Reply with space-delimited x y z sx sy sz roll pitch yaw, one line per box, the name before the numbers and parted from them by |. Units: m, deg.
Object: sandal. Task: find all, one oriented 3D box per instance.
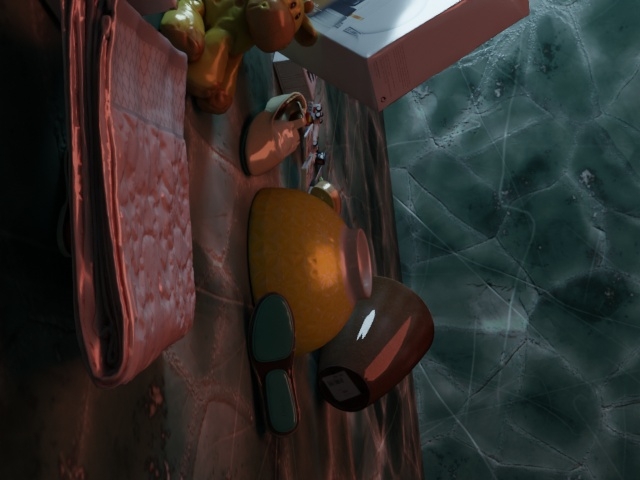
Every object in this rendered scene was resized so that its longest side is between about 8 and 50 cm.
sandal | -0.005 -0.003 1.664 0.079 0.088 0.240 -43 146 -32

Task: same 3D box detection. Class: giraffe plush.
giraffe plush | -0.096 -0.288 1.146 0.181 0.171 0.210 54 32 -65

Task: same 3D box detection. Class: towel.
towel | -0.163 -0.047 0.807 0.332 0.053 0.316 -48 136 -88

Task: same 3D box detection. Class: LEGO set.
LEGO set | -0.027 -0.166 1.738 0.244 0.060 0.182 -69 162 -62

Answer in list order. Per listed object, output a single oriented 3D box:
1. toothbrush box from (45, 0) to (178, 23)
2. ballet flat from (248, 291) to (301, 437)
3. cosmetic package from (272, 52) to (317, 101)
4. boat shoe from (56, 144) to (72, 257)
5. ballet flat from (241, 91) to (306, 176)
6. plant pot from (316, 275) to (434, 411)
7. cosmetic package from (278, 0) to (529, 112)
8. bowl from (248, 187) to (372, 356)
toothbrush box | -0.209 -0.372 0.806 0.206 0.122 0.283 65 20 -53
ballet flat | -0.072 0.183 1.286 0.068 0.072 0.213 163 -79 -75
cosmetic package | -0.039 -0.373 1.709 0.239 0.060 0.099 -83 162 -48
boat shoe | -0.211 -0.048 0.802 0.049 0.043 0.137 59 26 -58
ballet flat | -0.067 -0.183 1.430 0.248 0.086 0.086 -75 155 -58
plant pot | 0.084 0.218 1.684 0.230 0.215 0.215 -50 134 -52
cosmetic package | 0.073 -0.362 1.295 0.377 0.284 0.097 39 -25 42
bowl | -0.002 0.047 1.430 0.289 0.156 0.289 -6 90 -78
